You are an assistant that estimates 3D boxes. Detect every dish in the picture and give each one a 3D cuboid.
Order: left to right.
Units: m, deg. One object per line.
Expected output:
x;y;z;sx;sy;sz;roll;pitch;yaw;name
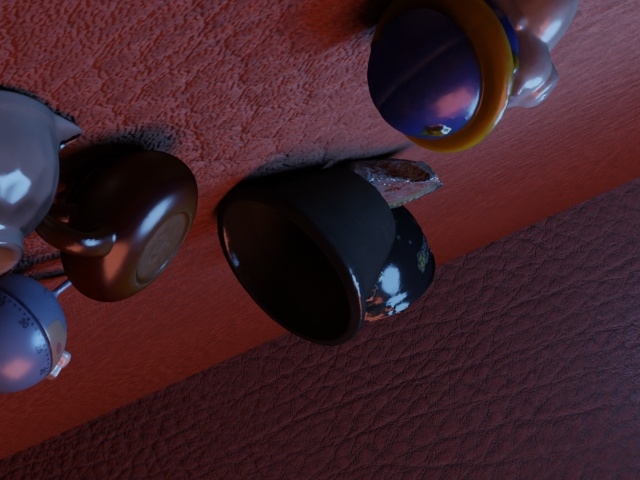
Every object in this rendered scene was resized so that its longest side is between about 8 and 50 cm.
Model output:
-0.346;-0.019;0.932;0.303;0.120;0.303;-21;168;-4;dish

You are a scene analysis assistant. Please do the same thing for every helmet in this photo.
0.063;0.004;1.726;0.231;0.160;0.278;-6;-144;16;helmet

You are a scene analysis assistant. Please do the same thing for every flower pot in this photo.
0.000;0.000;1.511;0.166;0.269;0.269;-40;180;-30;flower pot

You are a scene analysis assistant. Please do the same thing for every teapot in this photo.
-0.228;-0.023;1.130;0.178;0.135;0.252;-64;165;13;teapot

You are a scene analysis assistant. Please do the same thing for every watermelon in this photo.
0.081;-0.095;1.588;0.187;0.071;0.139;-16;164;12;watermelon

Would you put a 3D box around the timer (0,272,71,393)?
-0.380;0.113;1.422;0.255;0.175;0.175;-12;166;-47;timer

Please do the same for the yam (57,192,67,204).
-0.297;-0.023;1.257;0.032;0.032;0.145;-18;170;-20;yam

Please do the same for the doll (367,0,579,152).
0.178;-0.194;1.019;0.243;0.159;0.311;-14;163;-34;doll
